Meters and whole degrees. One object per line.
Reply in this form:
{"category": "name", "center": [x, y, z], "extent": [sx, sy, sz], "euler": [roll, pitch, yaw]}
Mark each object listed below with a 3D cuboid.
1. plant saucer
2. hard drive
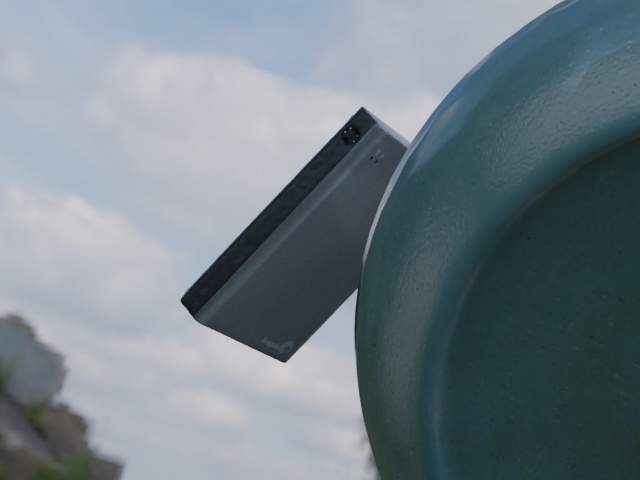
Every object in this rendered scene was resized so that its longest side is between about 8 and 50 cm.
{"category": "plant saucer", "center": [0.158, 0.061, 0.608], "extent": [0.318, 0.317, 0.043], "euler": [14, 28, 11]}
{"category": "hard drive", "center": [0.000, 0.000, 0.978], "extent": [0.022, 0.135, 0.094], "euler": [49, 10, 32]}
